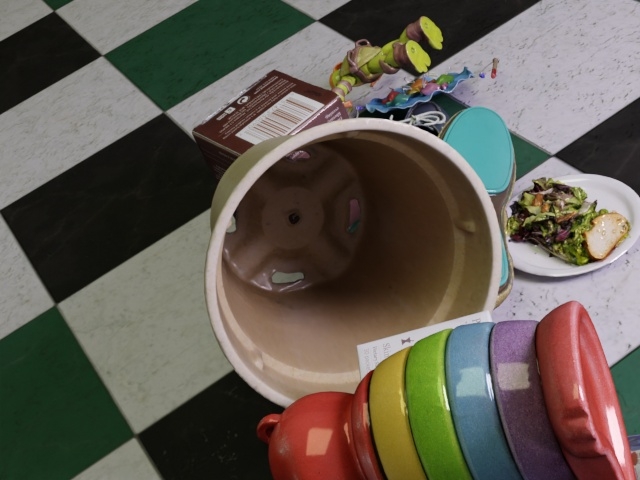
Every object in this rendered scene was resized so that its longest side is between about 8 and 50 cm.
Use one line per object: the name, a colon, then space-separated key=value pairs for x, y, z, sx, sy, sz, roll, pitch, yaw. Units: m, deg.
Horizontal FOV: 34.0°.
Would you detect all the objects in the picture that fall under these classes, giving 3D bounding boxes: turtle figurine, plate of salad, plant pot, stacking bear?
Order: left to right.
plant pot: x=0.000 y=0.000 z=1.255 sx=0.334 sy=0.333 sz=0.305 roll=-29 pitch=20 yaw=-8
turtle figurine: x=0.090 y=-0.290 z=1.698 sx=0.217 sy=0.087 sz=0.269 roll=-20 pitch=16 yaw=41
stacking bear: x=0.091 y=0.159 z=0.861 sx=0.289 sy=0.175 sz=0.164 roll=-17 pitch=40 yaw=20
plate of salad: x=0.323 y=-0.030 z=1.377 sx=0.200 sy=0.048 sz=0.199 roll=-14 pitch=39 yaw=12

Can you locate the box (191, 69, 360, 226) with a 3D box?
box: x=-0.049 y=-0.108 z=1.530 sx=0.168 sy=0.203 sz=0.167 roll=-40 pitch=41 yaw=-20

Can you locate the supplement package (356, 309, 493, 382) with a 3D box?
supplement package: x=0.141 y=0.240 z=1.025 sx=0.145 sy=0.204 sz=0.261 roll=-16 pitch=38 yaw=8

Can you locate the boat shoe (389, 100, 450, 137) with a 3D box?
boat shoe: x=0.152 y=-0.145 z=1.572 sx=0.095 sy=0.079 sz=0.254 roll=-15 pitch=36 yaw=23

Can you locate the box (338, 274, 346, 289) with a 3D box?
box: x=0.094 y=0.050 z=1.414 sx=0.137 sy=0.027 sz=0.094 roll=-8 pitch=42 yaw=19

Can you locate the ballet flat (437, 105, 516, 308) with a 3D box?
ballet flat: x=0.194 y=-0.032 z=1.388 sx=0.123 sy=0.123 sz=0.348 roll=-9 pitch=46 yaw=17

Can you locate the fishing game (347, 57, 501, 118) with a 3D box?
fishing game: x=0.157 y=-0.248 z=1.677 sx=0.264 sy=0.041 sz=0.189 roll=-16 pitch=15 yaw=17

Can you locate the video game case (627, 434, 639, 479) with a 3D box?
video game case: x=0.365 y=0.271 z=1.024 sx=0.184 sy=0.023 sz=0.201 roll=-11 pitch=41 yaw=15
